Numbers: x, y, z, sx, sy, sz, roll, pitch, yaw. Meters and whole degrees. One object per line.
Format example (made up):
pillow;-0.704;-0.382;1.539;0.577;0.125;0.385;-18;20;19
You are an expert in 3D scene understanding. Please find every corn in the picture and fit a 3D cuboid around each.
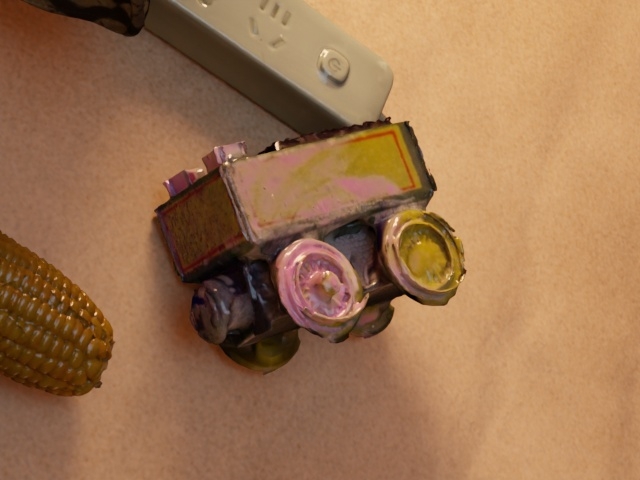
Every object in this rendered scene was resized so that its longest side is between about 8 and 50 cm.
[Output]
corn;-0.275;0.016;1.106;0.313;0.102;0.102;36;55;-19

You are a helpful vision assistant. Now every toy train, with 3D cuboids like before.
toy train;0.000;0.000;1.285;0.261;0.134;0.177;-15;82;-39

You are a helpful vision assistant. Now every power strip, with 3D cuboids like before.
power strip;-0.086;-0.201;1.347;0.385;0.062;0.091;33;59;-20

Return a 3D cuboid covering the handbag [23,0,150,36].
handbag;-0.222;-0.390;1.217;0.316;0.180;0.416;15;64;3
